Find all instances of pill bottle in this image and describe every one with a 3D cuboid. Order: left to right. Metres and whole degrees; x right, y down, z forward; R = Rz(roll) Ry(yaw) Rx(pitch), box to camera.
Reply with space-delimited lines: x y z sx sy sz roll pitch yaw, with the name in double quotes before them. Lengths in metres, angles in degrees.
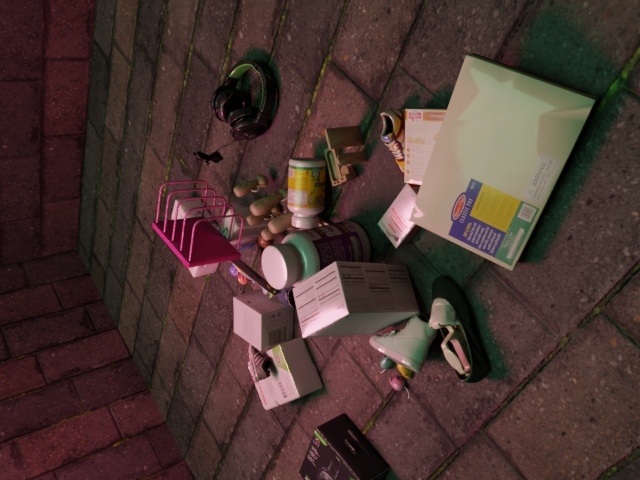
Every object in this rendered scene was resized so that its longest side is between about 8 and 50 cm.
"pill bottle" -0.043 -0.148 1.763 0.117 0.117 0.208 19 111 47
"pill bottle" -0.013 0.046 1.646 0.169 0.301 0.169 20 116 47

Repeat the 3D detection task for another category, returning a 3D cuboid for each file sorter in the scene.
"file sorter" -0.422 -0.070 1.967 0.290 0.202 0.182 39 126 40

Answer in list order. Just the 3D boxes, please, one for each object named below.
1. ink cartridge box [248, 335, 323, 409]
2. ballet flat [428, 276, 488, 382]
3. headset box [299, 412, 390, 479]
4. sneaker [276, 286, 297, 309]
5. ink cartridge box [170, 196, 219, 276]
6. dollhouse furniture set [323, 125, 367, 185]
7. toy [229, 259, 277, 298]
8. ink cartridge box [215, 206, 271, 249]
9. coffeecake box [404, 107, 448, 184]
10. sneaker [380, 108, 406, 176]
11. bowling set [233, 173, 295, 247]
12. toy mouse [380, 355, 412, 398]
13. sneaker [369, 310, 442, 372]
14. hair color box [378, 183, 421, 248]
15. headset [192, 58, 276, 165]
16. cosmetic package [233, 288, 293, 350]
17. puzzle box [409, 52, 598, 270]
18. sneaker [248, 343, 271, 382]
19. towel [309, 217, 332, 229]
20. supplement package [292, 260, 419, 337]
"ink cartridge box" -0.135 0.493 2.093 0.273 0.115 0.198 -38 71 50
"ballet flat" 0.337 0.227 1.432 0.095 0.096 0.280 -37 72 50
"headset box" 0.076 0.764 1.900 0.246 0.131 0.283 44 131 34
"sneaker" -0.072 0.177 1.888 0.350 0.148 0.131 -12 92 53
"ink cartridge box" -0.531 -0.016 2.427 0.283 0.117 0.207 54 137 27
"dollhouse furniture set" 0.035 -0.236 1.642 0.151 0.123 0.144 -14 90 52
"toy" -0.266 0.132 2.053 0.237 0.137 0.056 36 94 -2
"ink cartridge box" -0.295 -0.040 2.098 0.203 0.148 0.086 -45 63 47
"coffeecake box" 0.280 -0.228 1.383 0.142 0.068 0.185 17 114 47
"sneaker" 0.197 -0.247 1.468 0.069 0.084 0.185 -13 91 52
"bowling set" -0.164 -0.086 1.955 0.287 0.154 0.200 46 152 31
"toy mouse" 0.215 0.393 1.690 0.143 0.031 0.161 -18 87 52
"sneaker" 0.239 0.269 1.589 0.151 0.094 0.256 -58 20 -10
"hair color box" 0.231 -0.068 1.508 0.093 0.053 0.167 56 137 22
"headset" -0.303 -0.434 1.956 0.243 0.185 0.394 50 124 30
"cosmetic package" -0.211 0.287 2.094 0.183 0.151 0.151 23 118 45
"puzzle box" 0.375 -0.163 1.233 0.272 0.052 0.409 29 124 21
"sneaker" -0.217 0.434 2.042 0.170 0.075 0.063 -109 14 -48
"towel" 0.000 0.000 1.840 0.110 0.027 0.148 33 124 40
"supplement package" 0.095 0.164 1.544 0.204 0.262 0.145 -36 59 44
